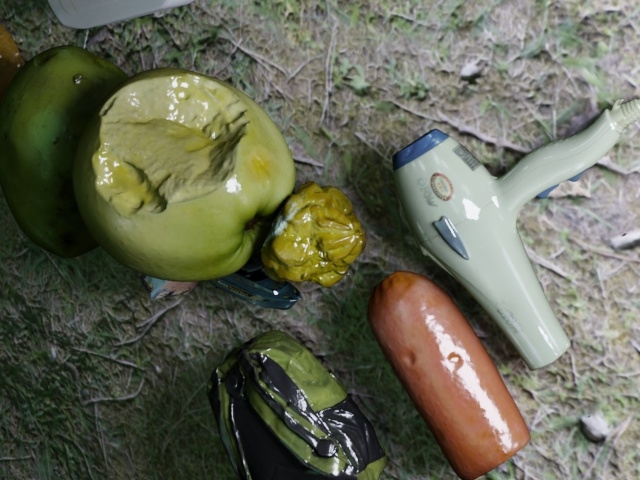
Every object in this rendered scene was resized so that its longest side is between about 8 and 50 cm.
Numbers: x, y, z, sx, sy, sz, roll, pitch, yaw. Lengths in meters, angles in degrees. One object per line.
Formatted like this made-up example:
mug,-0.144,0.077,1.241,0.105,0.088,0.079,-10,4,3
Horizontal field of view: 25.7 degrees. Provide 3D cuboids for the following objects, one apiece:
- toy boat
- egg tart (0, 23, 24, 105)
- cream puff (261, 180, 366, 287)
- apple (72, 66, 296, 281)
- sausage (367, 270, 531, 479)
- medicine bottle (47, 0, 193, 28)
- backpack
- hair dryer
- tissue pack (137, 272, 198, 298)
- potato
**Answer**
toy boat,-0.083,0.057,1.866,0.141,0.055,0.060,23,123,32
egg tart,-0.548,-0.234,2.085,0.202,0.147,0.202,11,110,33
cream puff,0.000,0.000,1.742,0.116,0.146,0.146,28,121,11
apple,-0.175,-0.076,1.768,0.279,0.279,0.279,13,111,35
sausage,0.149,0.154,1.680,0.113,0.113,0.259,-34,83,40
medicine bottle,-0.235,-0.375,1.820,0.296,0.111,0.161,-7,101,41
backpack,-0.046,0.246,1.840,0.207,0.140,0.253,-38,84,37
hair dryer,0.245,0.003,1.577,0.298,0.119,0.296,-8,105,27
tissue pack,-0.196,0.034,1.938,0.094,0.074,0.059,-41,70,40
potato,-0.341,-0.121,1.922,0.216,0.216,0.304,25,130,30
